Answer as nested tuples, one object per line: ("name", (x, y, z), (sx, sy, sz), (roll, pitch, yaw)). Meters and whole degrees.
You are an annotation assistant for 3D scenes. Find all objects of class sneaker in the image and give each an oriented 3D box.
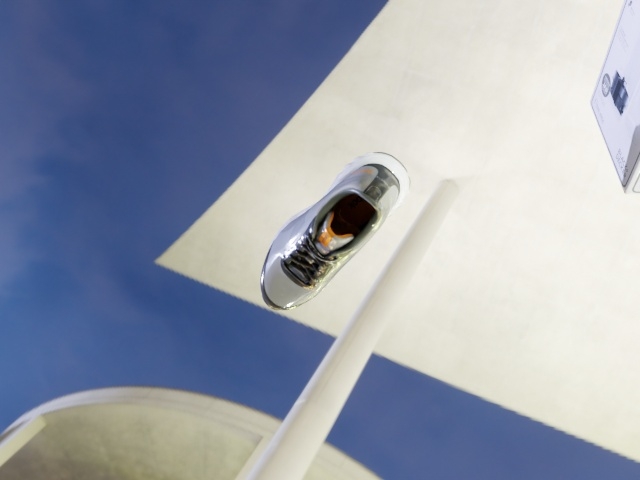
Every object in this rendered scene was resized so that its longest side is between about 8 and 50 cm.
("sneaker", (0.000, 0.000, 0.963), (0.100, 0.108, 0.271), (40, -58, -2))

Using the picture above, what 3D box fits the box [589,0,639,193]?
("box", (0.378, -0.205, 0.781), (0.087, 0.169, 0.290), (-1, -42, 0))
